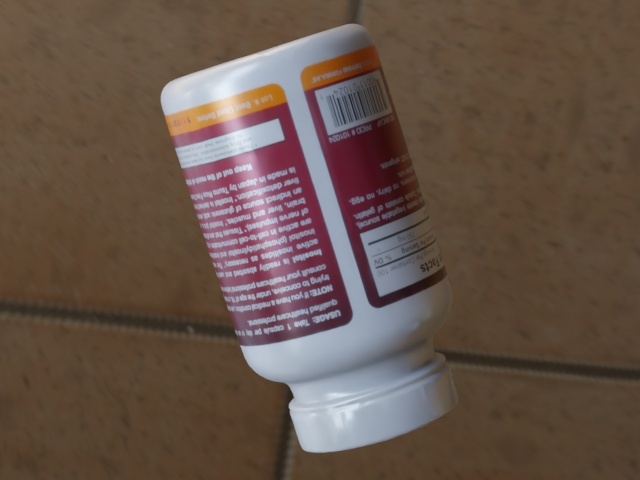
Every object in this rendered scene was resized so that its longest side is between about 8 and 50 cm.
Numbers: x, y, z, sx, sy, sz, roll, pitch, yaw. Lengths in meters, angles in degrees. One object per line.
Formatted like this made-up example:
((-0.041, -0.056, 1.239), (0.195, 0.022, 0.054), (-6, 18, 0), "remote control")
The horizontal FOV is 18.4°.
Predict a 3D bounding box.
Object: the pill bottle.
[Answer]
((0.000, 0.000, 0.759), (0.086, 0.086, 0.152), (-18, 95, -11), "pill bottle")
